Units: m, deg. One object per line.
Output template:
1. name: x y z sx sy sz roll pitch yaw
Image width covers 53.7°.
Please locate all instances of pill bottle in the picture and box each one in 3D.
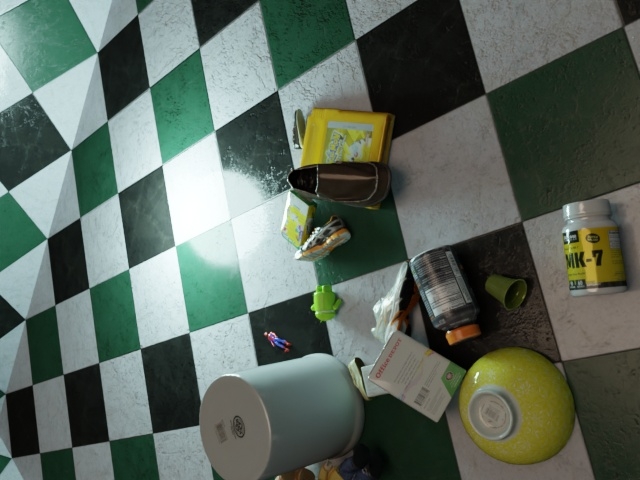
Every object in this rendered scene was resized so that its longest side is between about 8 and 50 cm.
1. pill bottle: 0.610 0.018 1.420 0.119 0.119 0.208 -12 81 41
2. pill bottle: 0.333 0.146 1.653 0.130 0.130 0.246 -32 68 36

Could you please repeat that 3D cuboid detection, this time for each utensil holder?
1. utensil holder: -0.111 0.518 1.864 0.327 0.385 0.327 -2 87 41

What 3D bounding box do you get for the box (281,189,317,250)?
1. box: -0.072 -0.064 2.052 0.105 0.043 0.179 40 128 33

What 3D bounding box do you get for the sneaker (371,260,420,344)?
1. sneaker: 0.203 0.177 1.793 0.121 0.099 0.262 22 102 44

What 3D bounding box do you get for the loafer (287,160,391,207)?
1. loafer: 0.043 -0.165 1.852 0.366 0.130 0.134 0 88 43

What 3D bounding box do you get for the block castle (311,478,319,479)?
1. block castle: 0.036 0.930 1.759 0.453 0.213 0.303 39 114 15

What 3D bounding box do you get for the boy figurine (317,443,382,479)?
1. boy figurine: 0.073 0.714 1.875 0.177 0.092 0.285 33 130 -5

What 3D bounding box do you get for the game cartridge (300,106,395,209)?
1. game cartridge: 0.068 -0.259 1.951 0.323 0.052 0.285 14 98 40

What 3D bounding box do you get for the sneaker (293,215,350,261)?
1. sneaker: 0.000 0.000 1.989 0.215 0.084 0.083 -32 65 27

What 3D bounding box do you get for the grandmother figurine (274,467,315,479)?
1. grandmother figurine: -0.129 0.833 2.034 0.208 0.104 0.342 33 129 1

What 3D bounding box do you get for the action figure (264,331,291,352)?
1. action figure: -0.150 0.339 2.142 0.115 0.030 0.038 25 110 41

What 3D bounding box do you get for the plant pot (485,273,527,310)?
1. plant pot: 0.458 0.121 1.584 0.079 0.083 0.083 31 109 50

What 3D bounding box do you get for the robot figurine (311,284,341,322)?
1. robot figurine: 0.014 0.198 1.974 0.101 0.067 0.115 -8 84 36

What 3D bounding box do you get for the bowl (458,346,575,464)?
1. bowl: 0.444 0.409 1.530 0.289 0.156 0.289 -2 87 42

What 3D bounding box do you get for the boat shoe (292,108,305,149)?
1. boat shoe: -0.074 -0.365 2.080 0.042 0.049 0.133 -5 90 33

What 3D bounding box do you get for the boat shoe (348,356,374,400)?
1. boat shoe: 0.121 0.418 1.888 0.045 0.050 0.135 -44 52 36

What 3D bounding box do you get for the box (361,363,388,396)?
1. box: 0.189 0.387 1.790 0.102 0.101 0.087 -22 74 39

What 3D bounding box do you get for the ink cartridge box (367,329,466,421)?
1. ink cartridge box: 0.252 0.354 1.668 0.212 0.093 0.154 30 85 14
